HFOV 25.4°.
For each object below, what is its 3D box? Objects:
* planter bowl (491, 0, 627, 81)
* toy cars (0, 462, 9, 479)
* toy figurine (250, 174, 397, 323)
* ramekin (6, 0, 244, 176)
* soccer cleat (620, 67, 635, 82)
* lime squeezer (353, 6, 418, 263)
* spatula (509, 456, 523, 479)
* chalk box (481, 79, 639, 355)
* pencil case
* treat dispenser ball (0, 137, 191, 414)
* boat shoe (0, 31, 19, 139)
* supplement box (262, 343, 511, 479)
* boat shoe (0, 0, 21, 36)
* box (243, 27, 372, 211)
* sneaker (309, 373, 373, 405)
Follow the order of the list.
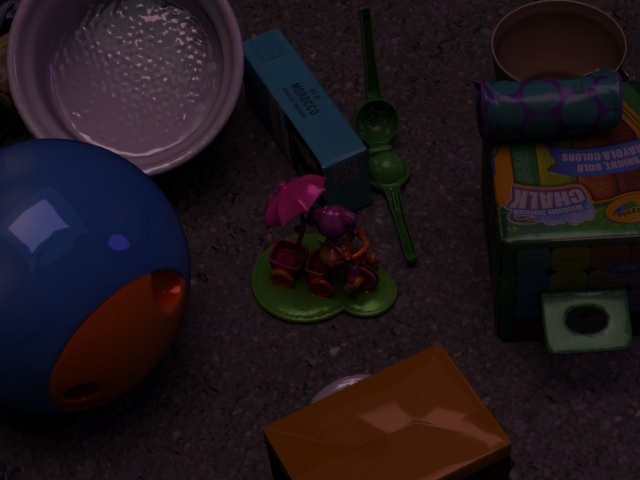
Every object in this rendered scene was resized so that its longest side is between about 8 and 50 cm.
[{"bbox_3d":[0.290,-0.203,1.752,0.162,0.109,0.162,-2,50,3],"label":"planter bowl"},{"bbox_3d":[-0.437,0.256,1.456,0.393,0.087,0.176,27,53,29],"label":"toy cars"},{"bbox_3d":[0.000,0.000,1.576,0.173,0.159,0.130,15,53,16],"label":"toy figurine"},{"bbox_3d":[-0.227,-0.209,1.713,0.277,0.135,0.277,0,91,-1],"label":"ramekin"},{"bbox_3d":[0.365,-0.213,1.801,0.029,0.036,0.083,-37,57,-23],"label":"soccer cleat"},{"bbox_3d":[0.082,-0.116,1.711,0.058,0.110,0.310,-6,79,-21],"label":"lime squeezer"},{"bbox_3d":[0.199,0.245,1.422,0.084,0.030,0.296,-29,59,-17],"label":"spatula"},{"bbox_3d":[0.274,-0.008,1.546,0.180,0.179,0.289,-4,50,2],"label":"chalk box"},{"bbox_3d":[0.241,-0.145,1.506,0.151,0.064,0.070,-5,67,3],"label":"pencil case"},{"bbox_3d":[-0.279,0.037,1.485,0.288,0.288,0.288,-2,50,3],"label":"treat dispenser ball"},{"bbox_3d":[-0.422,-0.146,1.782,0.089,0.104,0.285,26,67,19],"label":"boat shoe"},{"bbox_3d":[0.067,0.235,1.351,0.191,0.194,0.129,-24,52,-14],"label":"supplement box"},{"bbox_3d":[-0.461,-0.245,1.876,0.258,0.109,0.089,-20,57,9],"label":"boat shoe"},{"bbox_3d":[-0.021,-0.144,1.737,0.060,0.100,0.244,-24,52,-13],"label":"box"},{"bbox_3d":[0.064,0.174,1.496,0.152,0.054,0.061,-8,53,-3],"label":"sneaker"}]
